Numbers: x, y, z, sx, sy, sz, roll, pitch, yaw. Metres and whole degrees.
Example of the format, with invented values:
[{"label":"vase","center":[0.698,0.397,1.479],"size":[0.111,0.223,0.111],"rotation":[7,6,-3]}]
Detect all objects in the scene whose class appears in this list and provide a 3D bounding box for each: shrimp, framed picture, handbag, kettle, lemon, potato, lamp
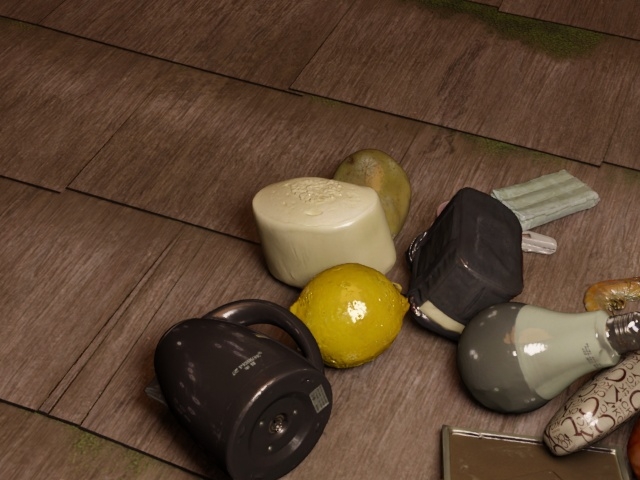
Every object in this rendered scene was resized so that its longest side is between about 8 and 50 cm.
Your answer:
[{"label":"shrimp","center":[0.569,0.113,1.972],"size":[0.178,0.034,0.124],"rotation":[-8,47,-6]},{"label":"framed picture","center":[0.329,0.365,1.662],"size":[0.289,0.016,0.213],"rotation":[6,28,1]},{"label":"handbag","center":[0.258,0.050,1.932],"size":[0.181,0.181,0.254],"rotation":[26,39,-15]},{"label":"kettle","center":[-0.127,0.211,1.748],"size":[0.268,0.207,0.290],"rotation":[-36,45,-23]},{"label":"lemon","center":[0.051,0.126,1.853],"size":[0.206,0.173,0.173],"rotation":[-19,46,-10]},{"label":"potato","center":[0.101,-0.074,2.085],"size":[0.157,0.157,0.194],"rotation":[-5,45,-5]},{"label":"lamp","center":[0.372,0.190,1.748],"size":[0.313,0.182,0.182],"rotation":[0,40,28]}]

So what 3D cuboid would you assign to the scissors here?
[{"label":"scissors","center":[0.335,-0.015,2.107],"size":[0.242,0.030,0.118],"rotation":[13,44,14]}]

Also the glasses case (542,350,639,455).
[{"label":"glasses case","center":[0.487,0.234,1.750],"size":[0.354,0.137,0.085],"rotation":[-28,79,-36]}]

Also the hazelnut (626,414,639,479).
[{"label":"hazelnut","center":[0.575,0.319,1.683],"size":[0.201,0.160,0.170],"rotation":[17,45,-39]}]

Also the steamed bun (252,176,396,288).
[{"label":"steamed bun","center":[0.000,0.000,1.964],"size":[0.250,0.200,0.155],"rotation":[6,38,25]}]

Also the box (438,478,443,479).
[{"label":"box","center":[0.138,0.439,1.615],"size":[0.269,0.043,0.152],"rotation":[-12,42,-13]}]

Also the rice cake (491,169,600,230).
[{"label":"rice cake","center":[0.445,-0.084,2.156],"size":[0.211,0.038,0.124],"rotation":[-14,38,-25]}]
